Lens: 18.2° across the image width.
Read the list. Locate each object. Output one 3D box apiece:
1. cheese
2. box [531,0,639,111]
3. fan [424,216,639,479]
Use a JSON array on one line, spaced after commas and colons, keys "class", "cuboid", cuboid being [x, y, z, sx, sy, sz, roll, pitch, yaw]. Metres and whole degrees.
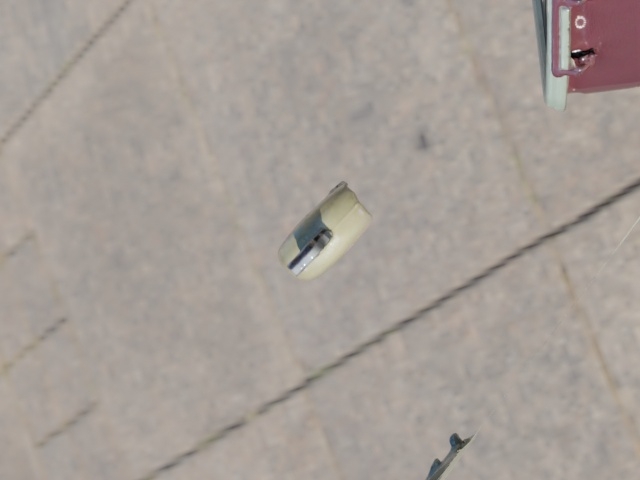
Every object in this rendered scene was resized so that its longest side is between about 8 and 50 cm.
[{"class": "cheese", "cuboid": [0.005, -0.005, 1.724, 0.047, 0.092, 0.171, 43, 178, -1]}, {"class": "box", "cuboid": [0.258, -0.261, 1.665, 0.294, 0.168, 0.193, -90, -6, -47]}, {"class": "fan", "cuboid": [0.059, 0.125, 1.049, 0.012, 0.233, 0.414, 37, 103, 7]}]
